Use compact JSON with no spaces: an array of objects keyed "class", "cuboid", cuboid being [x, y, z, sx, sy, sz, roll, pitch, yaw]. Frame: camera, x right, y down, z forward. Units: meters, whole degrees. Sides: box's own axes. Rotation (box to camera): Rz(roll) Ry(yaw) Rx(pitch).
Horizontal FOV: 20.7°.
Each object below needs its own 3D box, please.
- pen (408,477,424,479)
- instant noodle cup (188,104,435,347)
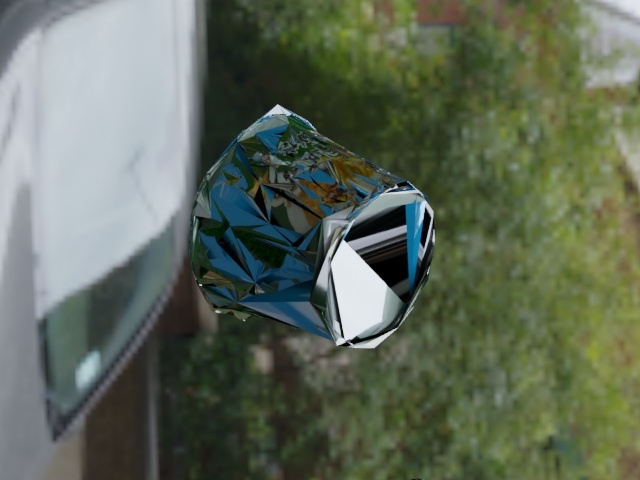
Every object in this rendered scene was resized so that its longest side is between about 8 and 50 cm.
[{"class":"pen","cuboid":[0.047,0.256,1.580,0.269,0.033,0.033,130,-41,-65]},{"class":"instant noodle cup","cuboid":[0.000,0.000,1.850,0.178,0.240,0.240,22,-55,35]}]
